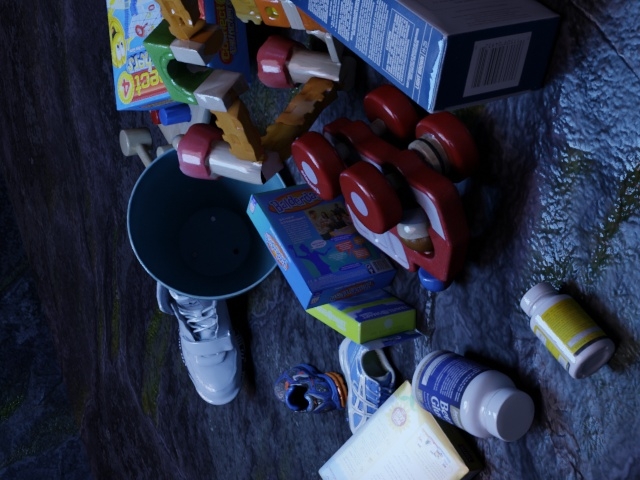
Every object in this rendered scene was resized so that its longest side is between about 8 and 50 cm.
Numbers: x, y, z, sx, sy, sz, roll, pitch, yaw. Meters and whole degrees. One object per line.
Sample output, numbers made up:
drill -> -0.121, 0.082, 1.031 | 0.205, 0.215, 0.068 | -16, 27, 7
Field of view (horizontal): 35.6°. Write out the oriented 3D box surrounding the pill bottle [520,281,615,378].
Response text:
pill bottle -> 0.297, 0.106, 1.213 | 0.116, 0.065, 0.065 | 53, 144, 34

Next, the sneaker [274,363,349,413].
sneaker -> -0.034, 0.276, 1.836 | 0.221, 0.087, 0.083 | -13, 90, 61

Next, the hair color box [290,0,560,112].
hair color box -> 0.113, -0.296, 1.250 | 0.347, 0.174, 0.105 | 48, 142, 41

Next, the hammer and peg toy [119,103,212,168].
hammer and peg toy -> -0.296, -0.267, 2.021 | 0.266, 0.127, 0.361 | 56, 145, 28

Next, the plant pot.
plant pot -> -0.200, -0.019, 1.843 | 0.195, 0.290, 0.290 | 108, 143, -76

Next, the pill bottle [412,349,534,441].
pill bottle -> 0.211, 0.216, 1.377 | 0.169, 0.094, 0.094 | 18, 118, 56

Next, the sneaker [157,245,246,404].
sneaker -> -0.247, 0.166, 2.028 | 0.210, 0.137, 0.365 | -4, -96, -85

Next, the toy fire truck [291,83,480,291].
toy fire truck -> 0.110, -0.056, 1.404 | 0.302, 0.169, 0.254 | 38, 157, 49

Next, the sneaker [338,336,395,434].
sneaker -> 0.085, 0.253, 1.627 | 0.081, 0.080, 0.211 | -21, 85, 64

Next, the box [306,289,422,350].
box -> 0.067, 0.113, 1.569 | 0.178, 0.109, 0.042 | 28, 124, 53

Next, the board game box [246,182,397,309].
board game box -> 0.000, 0.000, 1.586 | 0.210, 0.160, 0.047 | 59, 147, 30

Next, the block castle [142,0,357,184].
block castle -> -0.149, -0.326, 1.406 | 0.213, 0.303, 0.453 | 17, 148, 35

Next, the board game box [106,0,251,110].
board game box -> -0.258, -0.397, 1.746 | 0.308, 0.086, 0.301 | -5, 91, 49

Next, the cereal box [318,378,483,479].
cereal box -> 0.119, 0.355, 1.548 | 0.240, 0.047, 0.173 | -50, 58, 26
